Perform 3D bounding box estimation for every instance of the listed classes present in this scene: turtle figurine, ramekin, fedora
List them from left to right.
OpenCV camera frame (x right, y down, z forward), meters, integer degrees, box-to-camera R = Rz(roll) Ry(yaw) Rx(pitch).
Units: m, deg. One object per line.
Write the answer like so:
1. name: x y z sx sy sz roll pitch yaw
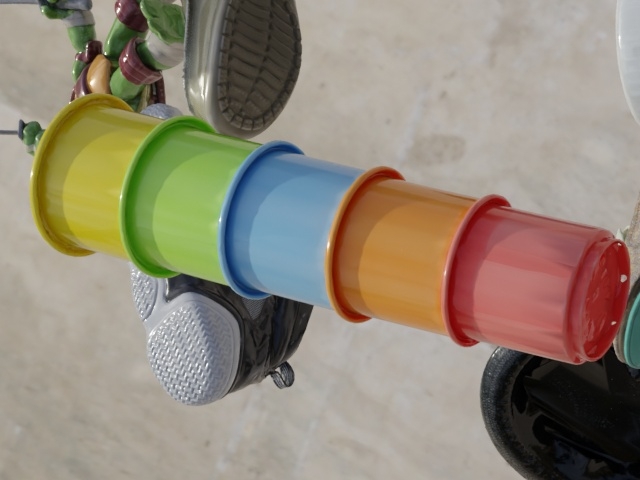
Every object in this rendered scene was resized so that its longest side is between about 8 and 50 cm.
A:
1. turtle figurine: -0.249 -0.183 1.419 0.266 0.274 0.198 -41 11 36
2. fedora: 0.375 0.197 1.920 0.334 0.334 0.152 -37 18 24
3. ramekin: 0.517 -0.276 2.017 0.135 0.277 0.277 -4 67 30

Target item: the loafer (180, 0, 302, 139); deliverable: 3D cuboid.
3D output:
1. loafer: -0.076 -0.202 1.221 0.092 0.102 0.269 -15 58 38

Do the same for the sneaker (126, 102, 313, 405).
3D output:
1. sneaker: -0.093 0.013 1.271 0.101 0.153 0.269 -23 74 37

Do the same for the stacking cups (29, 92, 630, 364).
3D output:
1. stacking cups: 0.000 0.000 0.728 0.316 0.096 0.096 16 81 29

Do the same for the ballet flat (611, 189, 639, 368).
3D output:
1. ballet flat: 0.360 -0.002 1.493 0.316 0.107 0.106 99 156 -43
